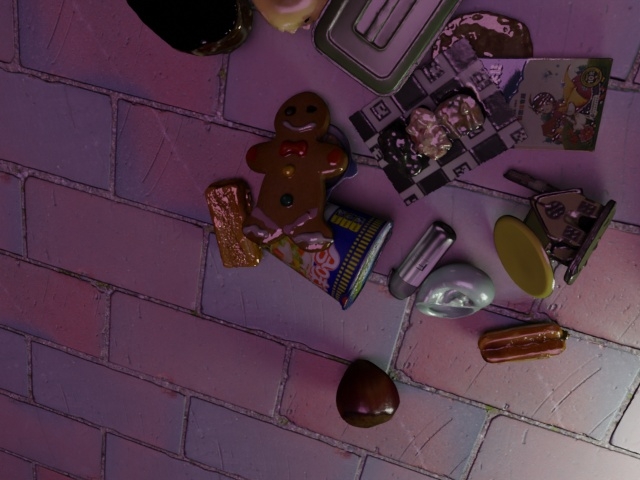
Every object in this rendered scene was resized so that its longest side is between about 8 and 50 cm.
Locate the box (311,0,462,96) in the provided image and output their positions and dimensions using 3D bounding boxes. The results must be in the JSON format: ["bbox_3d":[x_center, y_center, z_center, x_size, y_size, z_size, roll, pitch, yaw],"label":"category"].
[{"bbox_3d":[0.168,-0.534,1.314,0.252,0.178,0.329,38,119,0],"label":"box"}]

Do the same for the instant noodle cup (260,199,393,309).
[{"bbox_3d":[0.000,0.000,1.546,0.312,0.284,0.284,28,117,12],"label":"instant noodle cup"}]

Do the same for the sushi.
[{"bbox_3d":[0.270,-0.264,1.401,0.373,0.100,0.296,-29,102,35],"label":"sushi"}]

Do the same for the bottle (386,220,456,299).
[{"bbox_3d":[0.275,0.056,1.583,0.096,0.079,0.254,42,118,19],"label":"bottle"}]

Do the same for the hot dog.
[{"bbox_3d":[0.577,0.291,1.601,0.250,0.076,0.104,-15,88,17],"label":"hot dog"}]

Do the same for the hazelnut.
[{"bbox_3d":[0.139,0.472,1.750,0.208,0.208,0.208,6,113,13],"label":"hazelnut"}]

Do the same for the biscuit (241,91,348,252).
[{"bbox_3d":[-0.073,-0.190,1.455,0.283,0.064,0.432,6,79,18],"label":"biscuit"}]

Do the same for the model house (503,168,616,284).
[{"bbox_3d":[0.555,-0.046,1.414,0.278,0.205,0.218,30,95,28],"label":"model house"}]

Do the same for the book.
[{"bbox_3d":[0.514,-0.327,1.363,0.322,0.018,0.228,3,118,10],"label":"book"}]

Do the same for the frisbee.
[{"bbox_3d":[0.511,0.043,1.436,0.017,0.236,0.236,-24,106,-10],"label":"frisbee"}]

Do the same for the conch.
[{"bbox_3d":[0.372,0.145,1.568,0.221,0.121,0.185,-13,117,24],"label":"conch"}]

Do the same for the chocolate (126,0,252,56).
[{"bbox_3d":[-0.311,-0.596,1.402,0.340,0.210,0.225,41,108,7],"label":"chocolate"}]

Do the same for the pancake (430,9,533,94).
[{"bbox_3d":[0.387,-0.442,1.361,0.236,0.042,0.222,-15,111,20],"label":"pancake"}]

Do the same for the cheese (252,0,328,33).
[{"bbox_3d":[-0.076,-0.648,1.328,0.259,0.128,0.316,-5,95,28],"label":"cheese"}]

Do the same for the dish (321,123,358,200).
[{"bbox_3d":[-0.016,-0.202,1.529,0.228,0.086,0.236,-46,71,3],"label":"dish"}]

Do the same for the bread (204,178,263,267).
[{"bbox_3d":[-0.253,-0.048,1.688,0.139,0.077,0.271,-7,112,14],"label":"bread"}]
